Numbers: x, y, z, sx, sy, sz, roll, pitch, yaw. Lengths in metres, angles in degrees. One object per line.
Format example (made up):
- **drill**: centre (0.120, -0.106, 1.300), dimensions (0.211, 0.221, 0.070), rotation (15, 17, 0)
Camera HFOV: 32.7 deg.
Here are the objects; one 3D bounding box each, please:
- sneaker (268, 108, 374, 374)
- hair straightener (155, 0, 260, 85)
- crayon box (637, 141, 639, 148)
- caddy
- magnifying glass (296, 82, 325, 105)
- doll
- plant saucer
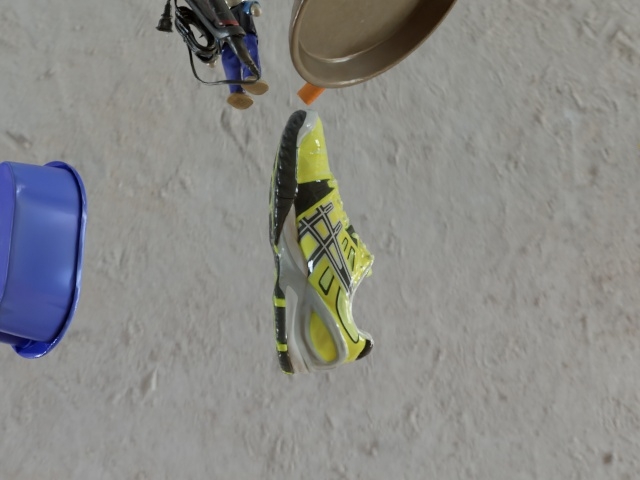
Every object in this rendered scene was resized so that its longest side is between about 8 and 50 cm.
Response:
- **sneaker**: centre (0.000, 0.000, 1.597), dimensions (0.147, 0.145, 0.384), rotation (-2, 89, -5)
- **hair straightener**: centre (-0.132, -0.241, 1.147), dimensions (0.089, 0.047, 0.230), rotation (-49, 65, 35)
- **crayon box**: centre (0.564, -0.179, 1.512), dimensions (0.081, 0.278, 0.165), rotation (27, 93, -10)
- **caddy**: centre (-0.496, 0.025, 1.832), dimensions (0.179, 0.241, 0.341), rotation (14, 74, -42)
- **magnifying glass**: centre (0.052, -0.304, 1.722), dimensions (0.231, 0.026, 0.092), rotation (-44, 80, 16)
- **doll**: centre (-0.117, -0.277, 1.529), dimensions (0.046, 0.189, 0.129), rotation (15, 144, -36)
- **plant saucer**: centre (0.070, -0.302, 1.322), dimensions (0.278, 0.278, 0.041), rotation (-47, 64, 15)
